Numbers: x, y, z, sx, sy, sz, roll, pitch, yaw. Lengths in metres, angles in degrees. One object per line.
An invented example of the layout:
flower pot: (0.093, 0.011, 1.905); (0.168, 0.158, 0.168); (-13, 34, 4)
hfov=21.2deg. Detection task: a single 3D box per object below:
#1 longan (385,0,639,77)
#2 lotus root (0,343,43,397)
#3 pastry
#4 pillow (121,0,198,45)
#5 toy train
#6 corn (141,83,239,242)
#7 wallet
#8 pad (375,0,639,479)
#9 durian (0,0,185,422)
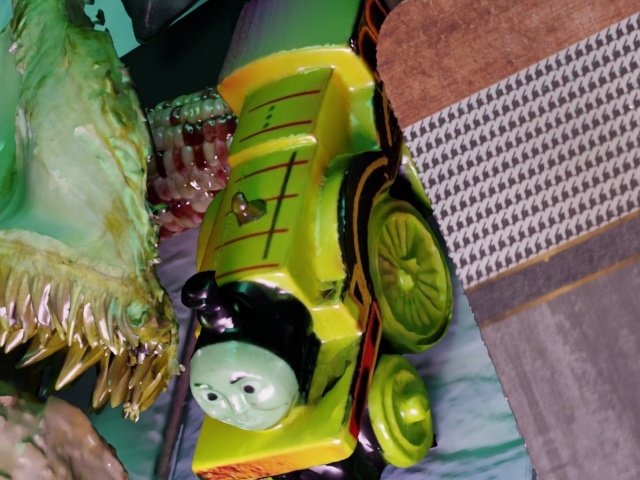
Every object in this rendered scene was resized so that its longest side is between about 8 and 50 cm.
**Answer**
longan: (0.131, -0.135, 0.866); (0.212, 0.198, 0.198); (23, 67, 28)
lotus root: (-0.262, 0.057, 1.040); (0.180, 0.199, 0.188); (16, 70, 53)
pastry: (-0.185, 0.146, 0.882); (0.192, 0.182, 0.093); (-2, 46, 30)
pillow: (-0.073, -0.272, 1.218); (0.250, 0.186, 0.106); (-32, -7, -14)
toy train: (0.000, 0.000, 0.874); (0.100, 0.160, 0.296); (-16, 42, 29)
corn: (-0.101, -0.044, 1.093); (0.253, 0.086, 0.086); (-20, 39, 27)
wallet: (-0.144, -0.082, 1.219); (0.250, 0.044, 0.149); (-25, 40, 23)
pad: (0.182, -0.055, 0.703); (0.323, 0.055, 0.250); (-32, 74, 41)
durian: (-0.126, -0.023, 0.913); (0.198, 0.163, 0.394); (-60, 23, 7)
